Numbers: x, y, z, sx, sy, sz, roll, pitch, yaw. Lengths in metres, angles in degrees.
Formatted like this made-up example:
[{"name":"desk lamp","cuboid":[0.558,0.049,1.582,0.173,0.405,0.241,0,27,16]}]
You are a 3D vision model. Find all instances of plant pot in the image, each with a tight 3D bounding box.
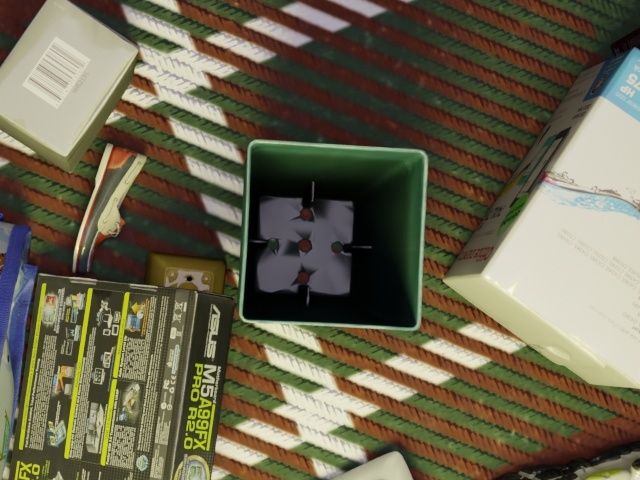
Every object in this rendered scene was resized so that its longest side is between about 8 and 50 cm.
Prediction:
[{"name":"plant pot","cuboid":[0.000,0.000,1.853,0.166,0.234,0.165,3,87,-6]},{"name":"plant pot","cuboid":[-0.134,0.053,1.910,0.081,0.083,0.081,6,87,-6]}]

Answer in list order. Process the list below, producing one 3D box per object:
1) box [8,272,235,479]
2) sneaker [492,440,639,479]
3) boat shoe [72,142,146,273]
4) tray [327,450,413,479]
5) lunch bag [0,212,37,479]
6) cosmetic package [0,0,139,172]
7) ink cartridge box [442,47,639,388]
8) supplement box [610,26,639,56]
[{"name":"box","cuboid":[-0.196,0.173,1.842,0.060,0.216,0.270,13,83,-51]},{"name":"sneaker","cuboid":[0.258,0.288,1.943,0.279,0.107,0.118,-12,100,-5]},{"name":"boat shoe","cuboid":[-0.213,-0.029,1.924,0.043,0.049,0.137,19,80,-8]},{"name":"tray","cuboid":[-0.015,0.326,1.915,0.270,0.030,0.145,-24,79,-3]},{"name":"lunch bag","cuboid":[-0.439,0.120,1.774,0.328,0.239,0.385,5,47,-6]},{"name":"cosmetic package","cuboid":[-0.246,-0.145,1.830,0.107,0.238,0.127,33,87,-2]},{"name":"ink cartridge box","cuboid":[0.288,-0.016,1.909,0.197,0.198,0.270,35,83,-5]},{"name":"supplement box","cuboid":[0.386,-0.201,1.909,0.130,0.239,0.073,-20,89,-8]}]
